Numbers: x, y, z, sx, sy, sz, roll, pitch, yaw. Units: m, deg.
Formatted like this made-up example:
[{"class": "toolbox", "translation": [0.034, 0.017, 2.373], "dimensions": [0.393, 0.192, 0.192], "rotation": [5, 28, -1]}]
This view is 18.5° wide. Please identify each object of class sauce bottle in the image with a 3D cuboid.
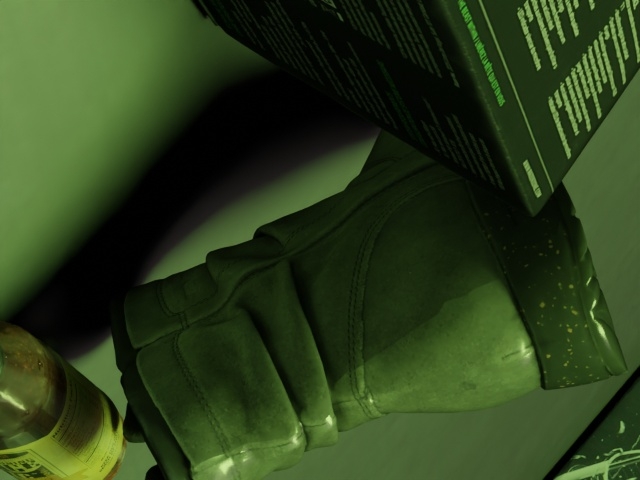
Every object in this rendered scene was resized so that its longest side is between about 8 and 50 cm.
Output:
[{"class": "sauce bottle", "translation": [-0.098, 0.049, 0.613], "dimensions": [0.042, 0.042, 0.128], "rotation": [-54, 156, -9]}]

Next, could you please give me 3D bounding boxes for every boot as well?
[{"class": "boot", "translation": [0.000, 0.000, 0.679], "dimensions": [0.161, 0.246, 0.083], "rotation": [-19, 113, 3]}]

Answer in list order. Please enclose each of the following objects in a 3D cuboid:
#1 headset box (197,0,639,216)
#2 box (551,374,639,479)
[{"class": "headset box", "translation": [0.067, -0.187, 0.513], "dimensions": [0.283, 0.131, 0.246], "rotation": [-54, 158, -7]}, {"class": "box", "translation": [0.320, 0.268, 1.382], "dimensions": [0.312, 0.343, 0.179], "rotation": [-46, 157, -28]}]
